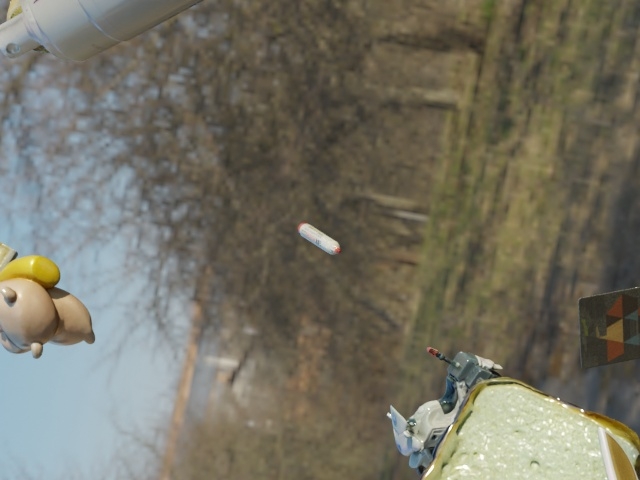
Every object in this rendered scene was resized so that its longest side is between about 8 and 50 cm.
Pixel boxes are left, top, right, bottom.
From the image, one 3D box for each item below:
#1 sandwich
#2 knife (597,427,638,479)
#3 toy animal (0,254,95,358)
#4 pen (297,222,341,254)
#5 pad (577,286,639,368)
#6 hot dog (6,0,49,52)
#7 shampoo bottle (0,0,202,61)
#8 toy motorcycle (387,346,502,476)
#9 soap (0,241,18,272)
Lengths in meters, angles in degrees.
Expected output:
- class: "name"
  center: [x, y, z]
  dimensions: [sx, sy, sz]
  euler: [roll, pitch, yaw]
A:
- class: "sandwich"
  center: [0.270, 0.307, 1.793]
  dimensions: [0.226, 0.251, 0.087]
  euler: [-63, -20, -14]
- class: "knife"
  center: [0.318, 0.301, 1.345]
  dimensions: [0.022, 0.046, 0.256]
  euler: [-35, 64, 43]
- class: "toy animal"
  center: [-0.277, 0.078, 1.324]
  dimensions: [0.114, 0.091, 0.082]
  euler: [56, -153, -32]
- class: "pen"
  center: [0.000, 0.000, 2.337]
  dimensions: [0.218, 0.026, 0.026]
  euler: [-147, 65, -71]
- class: "pad"
  center: [0.552, 0.146, 2.432]
  dimensions: [0.003, 0.211, 0.143]
  euler: [-117, 18, -67]
- class: "hot dog"
  center: [-0.390, -0.289, 1.876]
  dimensions: [0.061, 0.078, 0.169]
  euler: [-48, 24, 5]
- class: "shampoo bottle"
  center: [-0.128, -0.219, 1.085]
  dimensions: [0.092, 0.303, 0.092]
  euler: [51, -154, -37]
- class: "toy motorcycle"
  center: [0.196, 0.272, 2.231]
  dimensions: [0.221, 0.150, 0.102]
  euler: [-55, 22, 2]
- class: "soap"
  center: [-0.543, 0.114, 1.945]
  dimensions: [0.274, 0.089, 0.173]
  euler: [-58, 17, -19]
